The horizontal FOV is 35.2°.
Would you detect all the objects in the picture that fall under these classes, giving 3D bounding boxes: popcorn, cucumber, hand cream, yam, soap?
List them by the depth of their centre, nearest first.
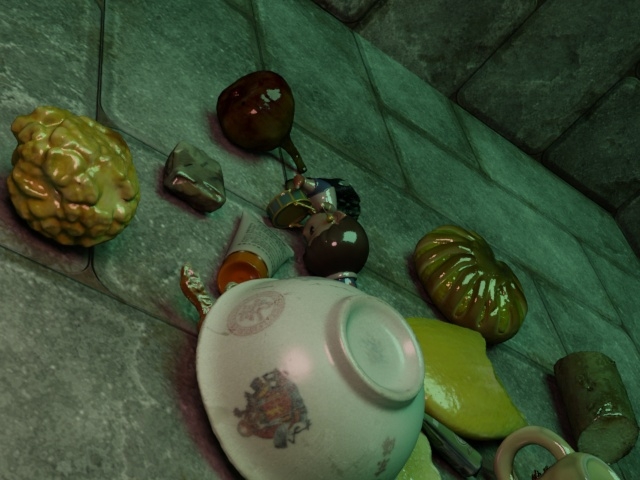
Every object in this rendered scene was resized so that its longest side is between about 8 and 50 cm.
[{"bbox_3d":[-0.391,-0.103,1.605,0.235,0.181,0.217,49,23,-1],"label":"popcorn"},{"bbox_3d":[0.227,0.371,1.920,0.235,0.055,0.086,44,-20,-17],"label":"hand cream"},{"bbox_3d":[-0.126,0.020,1.932,0.140,0.089,0.314,43,20,-4],"label":"hand cream"},{"bbox_3d":[0.296,0.287,2.121,0.427,0.115,0.306,12,43,-49],"label":"soap"},{"bbox_3d":[0.011,-0.109,2.358,0.193,0.086,0.115,5,47,-45],"label":"cucumber"},{"bbox_3d":[0.674,0.394,2.482,0.168,0.168,0.304,34,28,-21],"label":"yam"}]

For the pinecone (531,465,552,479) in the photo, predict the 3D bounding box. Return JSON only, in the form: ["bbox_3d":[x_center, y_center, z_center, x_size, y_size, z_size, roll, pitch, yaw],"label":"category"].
[{"bbox_3d":[0.481,0.509,2.062,0.102,0.109,0.102,31,49,-44],"label":"pinecone"}]

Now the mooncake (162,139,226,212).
[{"bbox_3d":[-0.247,-0.116,1.973,0.130,0.073,0.125,31,31,-23],"label":"mooncake"}]

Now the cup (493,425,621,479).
[{"bbox_3d":[0.463,0.490,1.950,0.173,0.202,0.255,25,30,-35],"label":"cup"}]

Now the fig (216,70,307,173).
[{"bbox_3d":[-0.137,-0.254,2.328,0.290,0.191,0.190,80,-12,-51],"label":"fig"}]

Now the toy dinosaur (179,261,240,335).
[{"bbox_3d":[-0.102,0.208,1.670,0.206,0.092,0.392,-1,64,-53],"label":"toy dinosaur"}]

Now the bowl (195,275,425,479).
[{"bbox_3d":[0.035,0.207,1.589,0.435,0.196,0.434,27,44,-30],"label":"bowl"}]

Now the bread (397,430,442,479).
[{"bbox_3d":[0.106,0.372,1.773,0.316,0.054,0.316,36,27,-22],"label":"bread"}]

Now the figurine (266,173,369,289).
[{"bbox_3d":[0.008,-0.003,2.114,0.158,0.161,0.275,-23,59,-19],"label":"figurine"}]

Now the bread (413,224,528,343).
[{"bbox_3d":[0.377,0.100,2.484,0.333,0.160,0.333,33,28,-20],"label":"bread"}]
